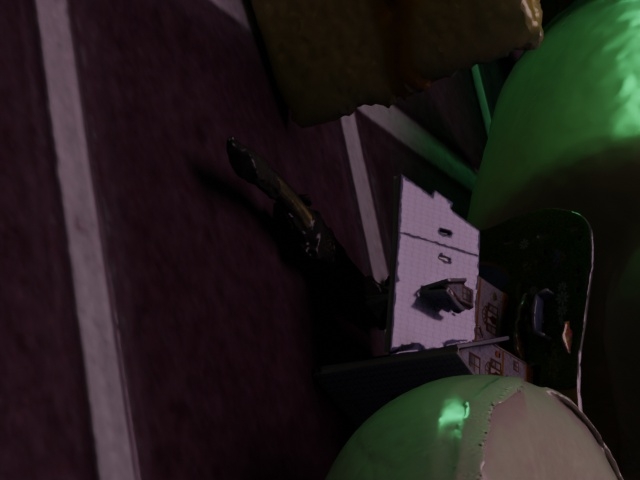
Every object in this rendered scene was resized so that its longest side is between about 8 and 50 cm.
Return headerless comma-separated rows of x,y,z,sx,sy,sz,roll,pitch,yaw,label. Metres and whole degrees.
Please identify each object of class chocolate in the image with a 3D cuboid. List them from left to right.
0.243,0.023,0.969,0.326,0.314,0.297,54,37,-32,chocolate

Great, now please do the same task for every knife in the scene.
0.001,0.006,0.762,0.222,0.021,0.045,40,37,-59,knife

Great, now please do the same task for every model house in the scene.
0.065,0.049,0.741,0.088,0.117,0.167,31,58,-46,model house

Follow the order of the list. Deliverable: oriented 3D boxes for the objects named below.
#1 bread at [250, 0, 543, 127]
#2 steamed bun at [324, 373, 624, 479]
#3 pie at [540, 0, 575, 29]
0.013,-0.220,0.785,0.163,0.168,0.264,43,35,-47,bread
0.062,0.173,0.618,0.177,0.131,0.228,20,54,-50,steamed bun
0.255,-0.103,1.239,0.296,0.078,0.371,57,-11,33,pie
